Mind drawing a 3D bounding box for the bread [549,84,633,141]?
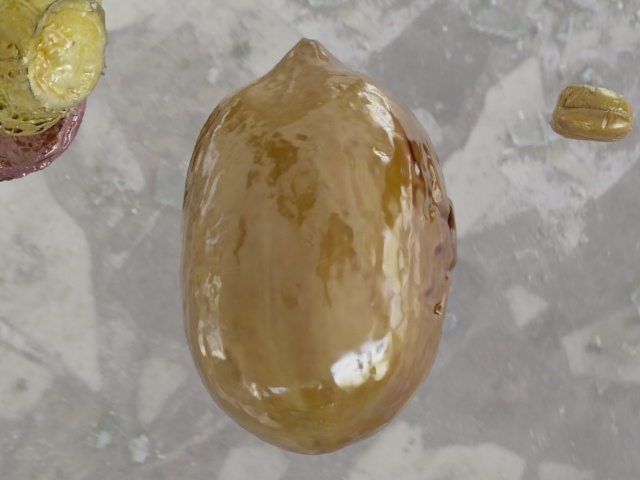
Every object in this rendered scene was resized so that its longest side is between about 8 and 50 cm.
[{"bbox_3d":[0.253,-0.115,1.115,0.081,0.083,0.046,11,86,-26],"label":"bread"}]

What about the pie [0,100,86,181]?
[{"bbox_3d":[-0.369,-0.171,1.368,0.204,0.054,0.219,11,81,2],"label":"pie"}]

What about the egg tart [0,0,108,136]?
[{"bbox_3d":[-0.268,-0.187,1.172,0.074,0.191,0.191,20,78,30],"label":"egg tart"}]

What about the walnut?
[{"bbox_3d":[0.000,0.000,0.847,0.203,0.203,0.298,0,83,15],"label":"walnut"}]
